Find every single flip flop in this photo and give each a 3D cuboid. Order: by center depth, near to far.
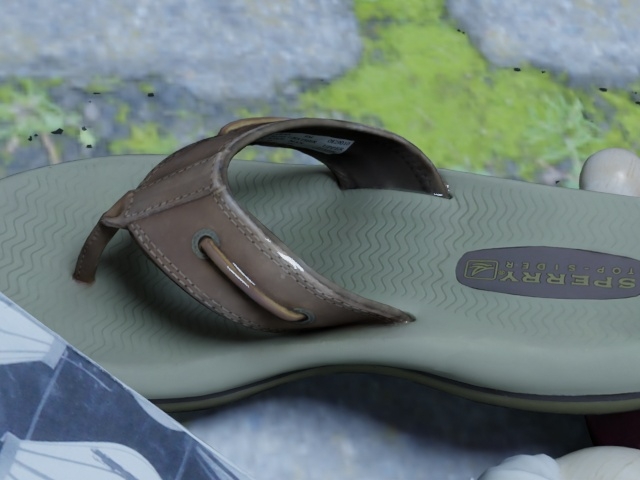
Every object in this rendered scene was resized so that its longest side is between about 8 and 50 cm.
[{"bbox_3d":[0.000,0.000,0.441,0.277,0.080,0.112,4,49,13],"label":"flip flop"}]

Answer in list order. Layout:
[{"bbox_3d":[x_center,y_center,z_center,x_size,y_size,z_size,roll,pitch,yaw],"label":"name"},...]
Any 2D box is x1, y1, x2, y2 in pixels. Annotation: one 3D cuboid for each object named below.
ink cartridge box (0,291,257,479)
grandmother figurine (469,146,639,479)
[{"bbox_3d":[-0.040,0.137,0.313,0.333,0.065,0.165,40,40,-22],"label":"ink cartridge box"},{"bbox_3d":[0.168,0.047,0.497,0.208,0.104,0.342,42,56,18],"label":"grandmother figurine"}]
